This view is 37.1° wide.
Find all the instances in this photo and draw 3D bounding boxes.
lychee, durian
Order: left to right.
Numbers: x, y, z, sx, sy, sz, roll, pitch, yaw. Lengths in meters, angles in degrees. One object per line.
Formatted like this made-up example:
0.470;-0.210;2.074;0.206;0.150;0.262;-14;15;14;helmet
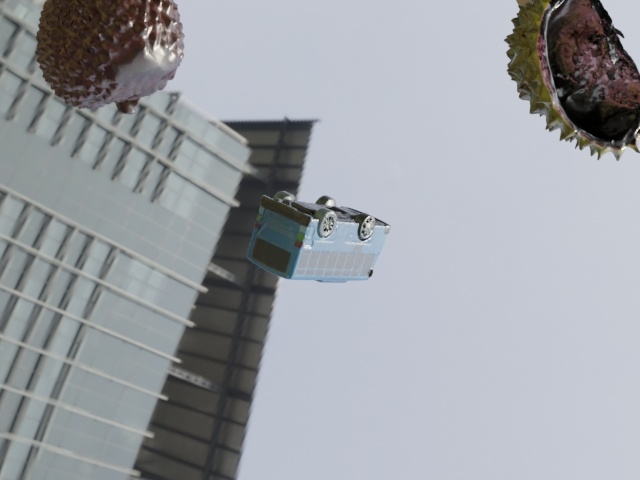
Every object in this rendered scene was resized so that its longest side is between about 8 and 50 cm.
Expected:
-0.164;-0.165;0.756;0.123;0.123;0.129;21;-75;46;lychee
0.213;-0.150;0.882;0.119;0.186;0.108;-26;-176;-22;durian

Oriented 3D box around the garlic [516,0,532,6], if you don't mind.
0.300;-0.417;1.269;0.151;0.196;0.338;-8;-130;20;garlic

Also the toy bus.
0.000;0.000;1.232;0.090;0.185;0.106;23;-79;36;toy bus
